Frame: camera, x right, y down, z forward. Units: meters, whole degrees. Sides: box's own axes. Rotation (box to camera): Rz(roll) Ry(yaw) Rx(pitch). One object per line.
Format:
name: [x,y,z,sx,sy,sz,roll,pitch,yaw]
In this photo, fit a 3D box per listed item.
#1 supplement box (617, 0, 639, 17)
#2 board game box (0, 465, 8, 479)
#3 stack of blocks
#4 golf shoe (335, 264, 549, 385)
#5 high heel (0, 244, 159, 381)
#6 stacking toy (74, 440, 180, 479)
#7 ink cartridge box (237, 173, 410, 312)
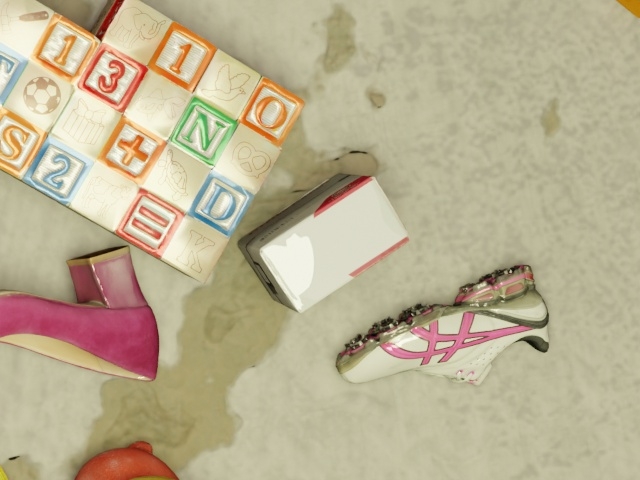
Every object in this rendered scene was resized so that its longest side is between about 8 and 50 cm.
supplement box: [0.295,-0.241,1.679,0.036,0.062,0.098,38,86,-4]
board game box: [-0.368,0.181,1.582,0.194,0.060,0.194,-28,102,-14]
stack of blocks: [-0.185,-0.113,1.584,0.297,0.087,0.171,30,86,-15]
golf shoe: [0.105,0.088,1.648,0.186,0.067,0.086,-21,93,-7]
high heel: [-0.238,0.090,1.568,0.244,0.082,0.117,-20,99,-39]
stacking toy: [-0.184,0.335,1.617,0.309,0.130,0.279,-39,120,-3]
ink cartridge box: [0.000,0.000,1.597,0.109,0.150,0.063,-34,97,-6]
